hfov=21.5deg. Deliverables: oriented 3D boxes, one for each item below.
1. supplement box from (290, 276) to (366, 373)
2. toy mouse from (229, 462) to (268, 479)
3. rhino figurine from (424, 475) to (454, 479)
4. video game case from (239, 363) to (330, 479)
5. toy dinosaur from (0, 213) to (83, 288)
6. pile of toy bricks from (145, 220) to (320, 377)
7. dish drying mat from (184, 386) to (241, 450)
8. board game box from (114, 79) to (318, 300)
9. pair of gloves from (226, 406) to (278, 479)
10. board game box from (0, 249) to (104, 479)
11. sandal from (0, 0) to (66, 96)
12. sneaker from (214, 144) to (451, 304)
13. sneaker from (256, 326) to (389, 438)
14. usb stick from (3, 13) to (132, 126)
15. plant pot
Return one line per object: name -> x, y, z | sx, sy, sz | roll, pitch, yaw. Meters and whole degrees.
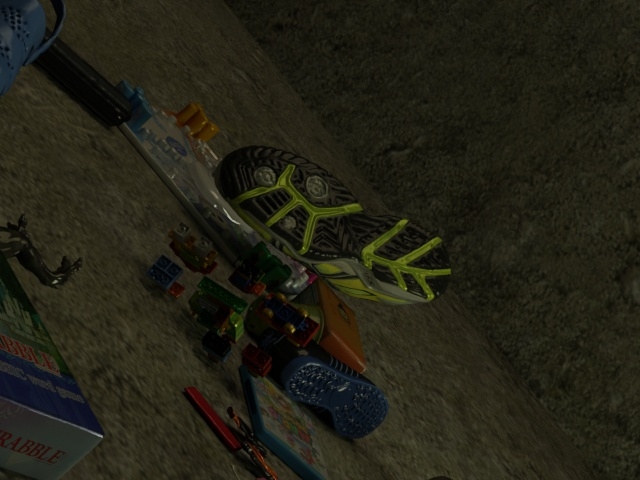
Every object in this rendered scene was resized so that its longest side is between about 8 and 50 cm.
supplement box -> 0.004, 0.131, 2.314 | 0.078, 0.080, 0.233 | 47, 11, -15
toy mouse -> -0.049, 0.272, 1.637 | 0.143, 0.031, 0.161 | 45, 9, -19
rhino figurine -> 0.183, 0.387, 2.103 | 0.106, 0.073, 0.243 | 46, 10, -36
video game case -> -0.041, 0.216, 1.953 | 0.119, 0.015, 0.166 | 45, 10, -23
toy dinosaur -> -0.290, 0.008, 1.530 | 0.118, 0.064, 0.268 | 6, 41, -55
pile of toy bricks -> -0.112, 0.085, 1.968 | 0.212, 0.118, 0.105 | 34, -23, 14
dish drying mat -> -0.113, 0.187, 1.767 | 0.083, 0.008, 0.032 | 49, 9, 12
board game box -> -0.141, -0.074, 2.567 | 0.390, 0.050, 0.390 | 50, 9, 9
pair of gloves -> -0.071, 0.220, 1.789 | 0.074, 0.010, 0.083 | 55, 2, -36
board game box -> -0.336, 0.015, 1.265 | 0.318, 0.066, 0.318 | 54, 11, 32
sandal -> -0.370, -0.234, 1.909 | 0.126, 0.138, 0.317 | 50, 11, -14
sneaker -> 0.000, 0.000, 2.436 | 0.384, 0.147, 0.145 | 32, 58, -21
sneaker -> 0.004, 0.174, 2.125 | 0.090, 0.081, 0.232 | 49, 5, 38
usb stick -> -0.363, -0.254, 2.299 | 0.278, 0.045, 0.077 | 42, 12, -32
plant pot -> -0.053, 0.107, 2.184 | 0.079, 0.083, 0.083 | 26, 20, -32
